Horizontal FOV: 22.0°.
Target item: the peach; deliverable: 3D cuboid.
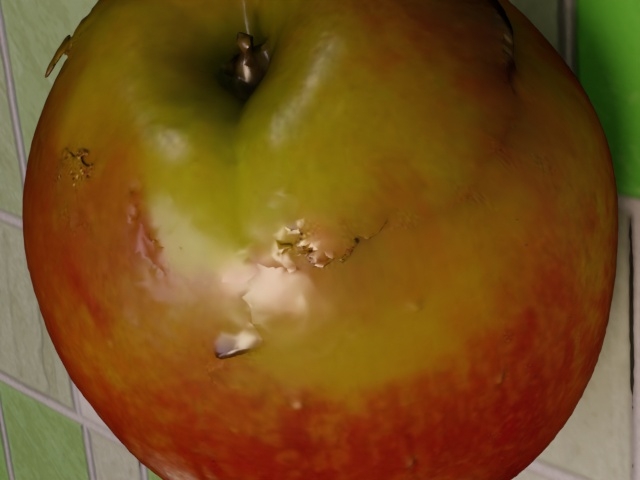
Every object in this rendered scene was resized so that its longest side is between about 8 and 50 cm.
[{"bbox_3d":[0.000,0.000,0.983,0.370,0.370,0.370,27,128,41],"label":"peach"}]
